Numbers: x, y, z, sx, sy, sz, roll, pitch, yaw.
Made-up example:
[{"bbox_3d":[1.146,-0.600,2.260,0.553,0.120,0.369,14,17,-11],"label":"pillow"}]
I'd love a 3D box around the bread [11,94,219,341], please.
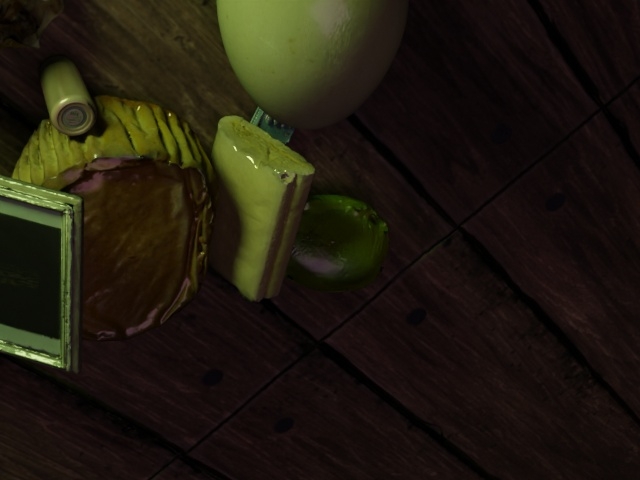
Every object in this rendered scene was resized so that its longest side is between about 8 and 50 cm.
[{"bbox_3d":[-0.228,-0.024,1.188,0.227,0.142,0.253,1,123,-24],"label":"bread"}]

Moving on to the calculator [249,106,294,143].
[{"bbox_3d":[-0.029,-0.185,1.237,0.057,0.018,0.172,8,121,-32],"label":"calculator"}]

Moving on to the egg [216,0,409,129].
[{"bbox_3d":[-0.009,-0.226,1.094,0.189,0.188,0.253,-8,131,-20],"label":"egg"}]

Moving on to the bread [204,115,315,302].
[{"bbox_3d":[-0.083,-0.034,1.253,0.060,0.139,0.178,-23,138,-45],"label":"bread"}]

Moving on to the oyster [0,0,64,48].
[{"bbox_3d":[-0.331,-0.251,0.999,0.223,0.083,0.214,-4,130,-31],"label":"oyster"}]

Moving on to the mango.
[{"bbox_3d":[-0.001,0.000,1.347,0.178,0.100,0.119,16,82,-25],"label":"mango"}]

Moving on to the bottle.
[{"bbox_3d":[-0.253,-0.146,1.104,0.045,0.096,0.045,-13,130,-15],"label":"bottle"}]

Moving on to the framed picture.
[{"bbox_3d":[-0.378,0.016,1.118,0.293,0.018,0.231,15,126,8],"label":"framed picture"}]
